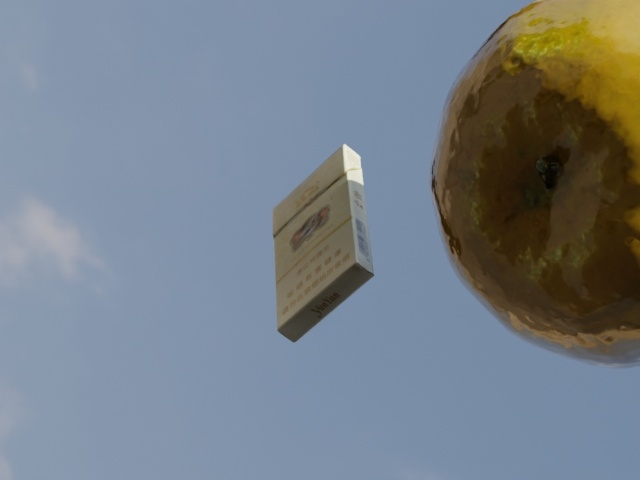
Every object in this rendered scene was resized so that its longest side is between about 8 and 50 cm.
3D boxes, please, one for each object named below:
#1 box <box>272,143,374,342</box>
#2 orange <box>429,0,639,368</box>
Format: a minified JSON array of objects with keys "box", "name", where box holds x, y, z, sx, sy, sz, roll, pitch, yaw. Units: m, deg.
[{"box":[0.000,0.000,1.410,0.024,0.167,0.090,37,-64,-26],"name":"box"},{"box":[0.216,-0.045,1.286,0.279,0.235,0.279,4,-84,39],"name":"orange"}]
